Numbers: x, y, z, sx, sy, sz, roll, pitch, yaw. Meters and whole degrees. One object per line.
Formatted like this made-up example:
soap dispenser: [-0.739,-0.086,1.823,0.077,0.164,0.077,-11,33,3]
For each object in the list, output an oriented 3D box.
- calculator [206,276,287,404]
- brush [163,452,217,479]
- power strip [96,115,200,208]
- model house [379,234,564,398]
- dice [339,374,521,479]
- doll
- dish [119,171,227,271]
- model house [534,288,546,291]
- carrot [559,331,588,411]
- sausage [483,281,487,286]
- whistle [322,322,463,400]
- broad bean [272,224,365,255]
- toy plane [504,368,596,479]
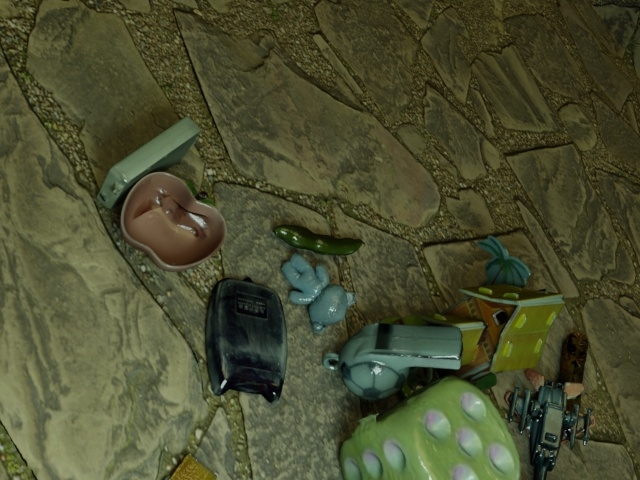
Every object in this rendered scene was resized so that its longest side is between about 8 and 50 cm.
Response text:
calculator: [-0.145,0.190,1.405,0.177,0.040,0.268,15,50,-29]
brush: [-0.282,0.499,1.123,0.085,0.020,0.336,42,48,-6]
power strip: [-0.349,-0.159,1.426,0.046,0.118,0.270,45,47,-3]
model house: [0.338,0.145,1.567,0.300,0.323,0.340,0,62,-35]
dice: [0.207,0.425,1.351,0.250,0.252,0.254,-14,69,-40]
doll: [-0.012,0.111,1.532,0.120,0.075,0.180,-42,65,-6]
dish: [-0.302,-0.023,1.393,0.213,0.090,0.213,15,57,-25]
model house: [0.493,0.209,1.744,0.152,0.106,0.165,-7,95,-55]
carrot: [0.668,0.343,1.848,0.069,0.069,0.228,35,49,-12]
sausage: [0.445,0.148,1.818,0.062,0.062,0.154,44,47,-3]
whistle: [0.146,0.257,1.450,0.290,0.163,0.163,2,53,10]
broad bean: [0.001,0.004,1.614,0.255,0.046,0.065,10,50,-31]
toy plane: [0.536,0.467,1.651,0.223,0.104,0.326,15,53,7]
